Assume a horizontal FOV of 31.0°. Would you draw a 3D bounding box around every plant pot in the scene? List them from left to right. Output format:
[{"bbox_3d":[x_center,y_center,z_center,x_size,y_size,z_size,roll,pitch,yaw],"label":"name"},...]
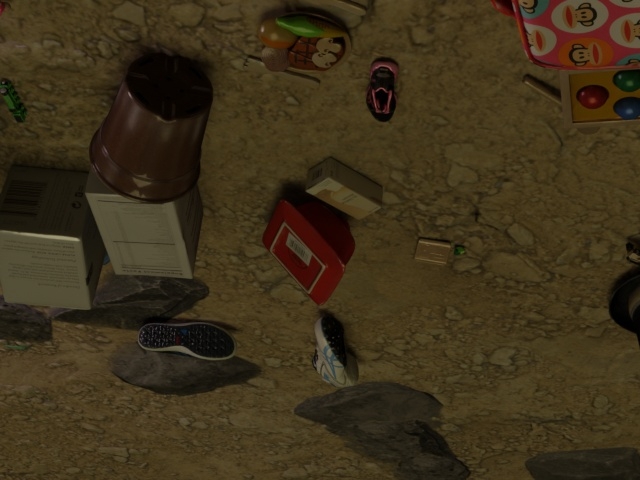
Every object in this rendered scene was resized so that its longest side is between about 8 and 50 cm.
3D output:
[{"bbox_3d":[-0.231,-0.167,1.641,0.167,0.167,0.165,15,140,-14],"label":"plant pot"}]

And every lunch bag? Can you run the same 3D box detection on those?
[{"bbox_3d":[0.308,-0.315,1.321,0.258,0.120,0.293,-3,148,16],"label":"lunch bag"}]

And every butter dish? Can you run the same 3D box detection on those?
[{"bbox_3d":[0.000,0.000,1.914,0.160,0.118,0.160,48,150,11],"label":"butter dish"}]

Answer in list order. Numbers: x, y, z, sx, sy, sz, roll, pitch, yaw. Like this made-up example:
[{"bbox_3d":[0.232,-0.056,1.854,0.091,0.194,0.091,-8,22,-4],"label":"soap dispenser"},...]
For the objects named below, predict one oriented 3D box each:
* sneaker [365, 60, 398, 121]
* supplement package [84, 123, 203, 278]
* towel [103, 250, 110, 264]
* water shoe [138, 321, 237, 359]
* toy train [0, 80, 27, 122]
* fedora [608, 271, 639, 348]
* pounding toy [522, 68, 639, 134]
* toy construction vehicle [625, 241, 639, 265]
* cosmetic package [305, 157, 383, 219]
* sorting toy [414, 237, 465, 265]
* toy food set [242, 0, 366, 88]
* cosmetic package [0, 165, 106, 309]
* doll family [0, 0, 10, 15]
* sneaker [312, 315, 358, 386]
[{"bbox_3d":[0.085,-0.197,1.619,0.047,0.057,0.119,1,150,5],"label":"sneaker"},{"bbox_3d":[-0.274,-0.058,1.837,0.139,0.134,0.244,4,149,4],"label":"supplement package"},{"bbox_3d":[-0.426,0.006,2.072,0.119,0.029,0.067,25,144,-30],"label":"towel"},{"bbox_3d":[-0.266,0.201,2.347,0.203,0.073,0.080,9,171,3],"label":"water shoe"},{"bbox_3d":[-0.462,-0.207,1.731,0.017,0.024,0.083,0,149,10],"label":"toy train"},{"bbox_3d":[0.675,0.160,2.010,0.334,0.152,0.334,4,148,3],"label":"fedora"},{"bbox_3d":[0.360,-0.192,1.540,0.181,0.094,0.206,-2,147,14],"label":"pounding toy"},{"bbox_3d":[0.549,0.004,1.897,0.098,0.035,0.086,18,136,-23],"label":"toy construction vehicle"},{"bbox_3d":[0.038,-0.081,1.833,0.115,0.041,0.060,27,143,-30],"label":"cosmetic package"},{"bbox_3d":[0.207,0.020,1.997,0.083,0.012,0.062,9,144,2],"label":"sorting toy"},{"bbox_3d":[-0.025,-0.259,1.552,0.132,0.038,0.192,15,148,-14],"label":"toy food set"},{"bbox_3d":[-0.447,-0.003,1.915,0.151,0.151,0.184,5,138,1],"label":"cosmetic package"},{"bbox_3d":[-0.549,-0.292,1.515,0.263,0.118,0.163,9,149,-5],"label":"doll family"},{"bbox_3d":[0.017,0.229,2.308,0.086,0.085,0.237,-6,146,11],"label":"sneaker"}]
